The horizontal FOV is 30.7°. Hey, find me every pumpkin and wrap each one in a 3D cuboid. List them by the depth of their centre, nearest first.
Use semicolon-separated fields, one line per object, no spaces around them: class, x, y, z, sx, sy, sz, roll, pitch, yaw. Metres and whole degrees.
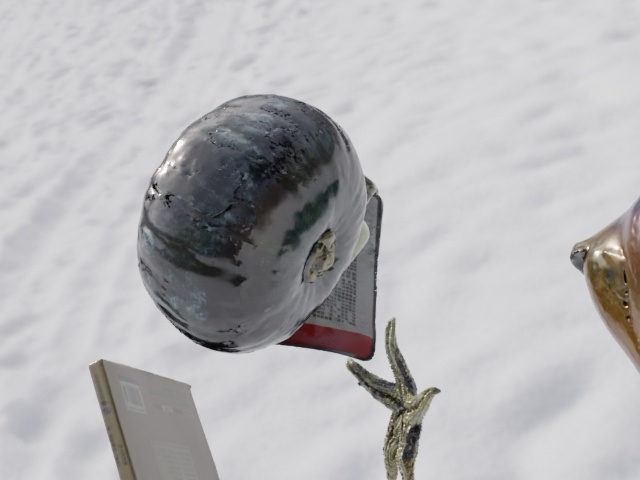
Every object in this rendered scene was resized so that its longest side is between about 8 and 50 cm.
pumpkin;-0.058;-0.013;1.031;0.163;0.233;0.233;22;42;19

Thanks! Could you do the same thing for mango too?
mango;0.340;0.085;1.005;0.152;0.287;0.201;-35;-6;19

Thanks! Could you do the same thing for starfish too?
starfish;0.095;0.193;1.342;0.053;0.208;0.176;-10;-10;-21

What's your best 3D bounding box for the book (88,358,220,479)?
book;-0.151;0.287;1.264;0.021;0.217;0.310;-25;69;13

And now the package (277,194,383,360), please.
package;-0.008;0.028;1.334;0.154;0.030;0.239;7;47;-2

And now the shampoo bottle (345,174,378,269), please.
shampoo bottle;0.000;0.000;1.194;0.162;0.079;0.079;-52;30;8
